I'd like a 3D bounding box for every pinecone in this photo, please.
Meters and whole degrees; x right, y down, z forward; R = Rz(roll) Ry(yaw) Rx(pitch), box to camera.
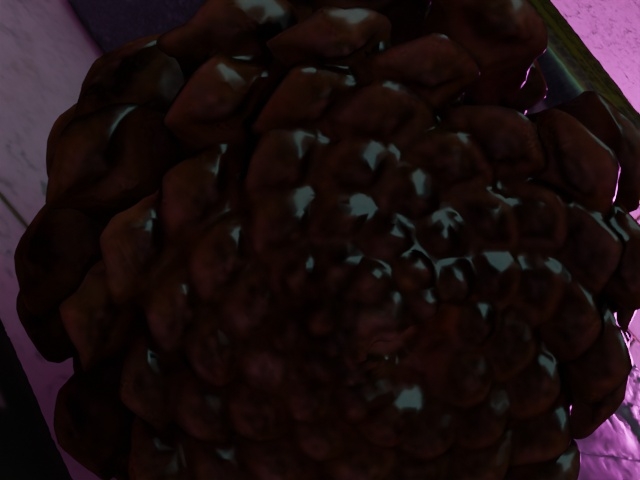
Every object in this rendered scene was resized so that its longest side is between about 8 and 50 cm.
[{"bbox_3d":[0.000,0.000,1.026,0.384,0.384,0.384,36,27,-22],"label":"pinecone"}]

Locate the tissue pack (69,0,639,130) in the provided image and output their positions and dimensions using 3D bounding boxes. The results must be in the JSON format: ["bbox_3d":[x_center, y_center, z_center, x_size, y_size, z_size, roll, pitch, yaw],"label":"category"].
[{"bbox_3d":[0.019,-0.132,1.292,0.394,0.288,0.124,54,23,15],"label":"tissue pack"}]

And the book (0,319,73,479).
[{"bbox_3d":[-0.251,0.112,0.804,0.371,0.043,0.260,13,39,-53],"label":"book"}]

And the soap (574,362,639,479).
[{"bbox_3d":[0.178,0.245,1.152,0.261,0.156,0.446,16,40,-48],"label":"soap"}]
